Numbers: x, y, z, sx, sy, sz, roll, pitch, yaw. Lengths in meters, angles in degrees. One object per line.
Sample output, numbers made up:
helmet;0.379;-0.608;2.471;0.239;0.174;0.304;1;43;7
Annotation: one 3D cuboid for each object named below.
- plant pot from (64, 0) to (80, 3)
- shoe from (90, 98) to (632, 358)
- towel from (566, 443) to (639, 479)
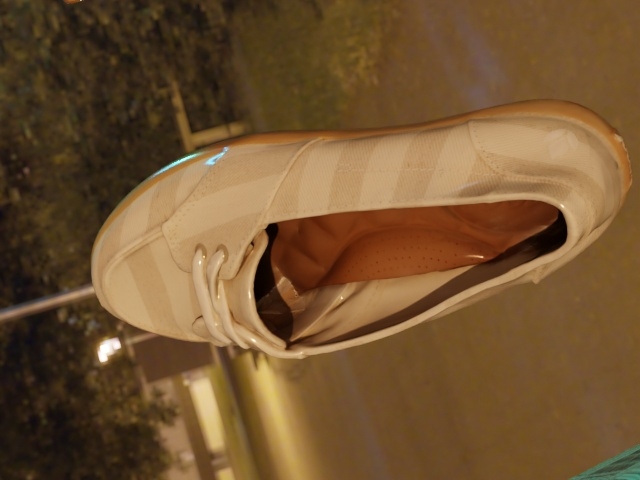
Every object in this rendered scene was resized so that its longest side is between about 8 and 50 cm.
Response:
plant pot;-0.088;-0.251;0.647;0.188;0.205;0.205;60;176;-17
shoe;0.000;0.000;0.462;0.077;0.219;0.058;63;-150;-24
towel;0.211;0.186;0.896;0.056;0.324;0.312;63;176;11
